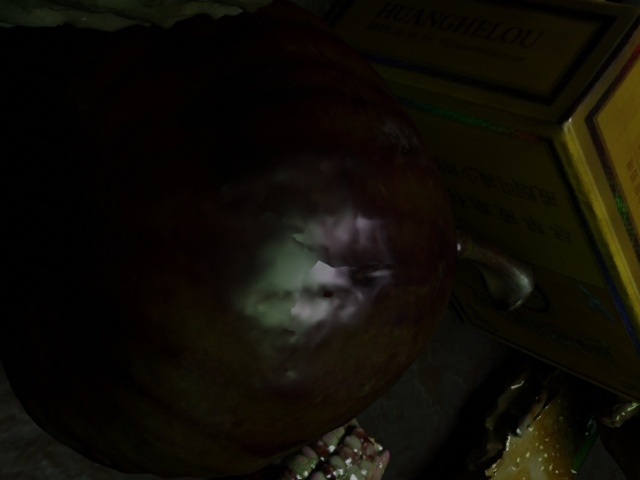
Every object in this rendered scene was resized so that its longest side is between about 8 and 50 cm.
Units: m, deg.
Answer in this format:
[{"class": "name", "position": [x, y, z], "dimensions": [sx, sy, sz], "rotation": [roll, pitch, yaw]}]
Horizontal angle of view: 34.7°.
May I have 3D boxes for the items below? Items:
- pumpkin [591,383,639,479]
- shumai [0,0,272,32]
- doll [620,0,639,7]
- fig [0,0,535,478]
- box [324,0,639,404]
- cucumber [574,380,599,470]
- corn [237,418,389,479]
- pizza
[{"class": "pumpkin", "position": [0.285, 0.114, 0.790], "dimensions": [0.162, 0.219, 0.219], "rotation": [-6, 114, -15]}, {"class": "shumai", "position": [-0.040, -0.205, 0.366], "dimensions": [0.260, 0.225, 0.222], "rotation": [-15, 119, -23]}, {"class": "doll", "position": [0.297, -0.077, 0.817], "dimensions": [0.271, 0.144, 0.208], "rotation": [45, 65, -41]}, {"class": "fig", "position": [0.000, 0.000, 0.509], "dimensions": [0.320, 0.217, 0.217], "rotation": [5, 103, -47]}, {"class": "box", "position": [0.134, -0.022, 0.640], "dimensions": [0.084, 0.192, 0.301], "rotation": [-51, 135, -15]}, {"class": "cucumber", "position": [0.243, 0.125, 0.915], "dimensions": [0.056, 0.056, 0.250], "rotation": [31, 85, -47]}, {"class": "corn", "position": [-0.066, 0.214, 0.626], "dimensions": [0.280, 0.092, 0.092], "rotation": [-45, 133, -28]}, {"class": "pizza", "position": [0.112, 0.232, 0.815], "dimensions": [0.251, 0.074, 0.288], "rotation": [-1, 100, -43]}]
